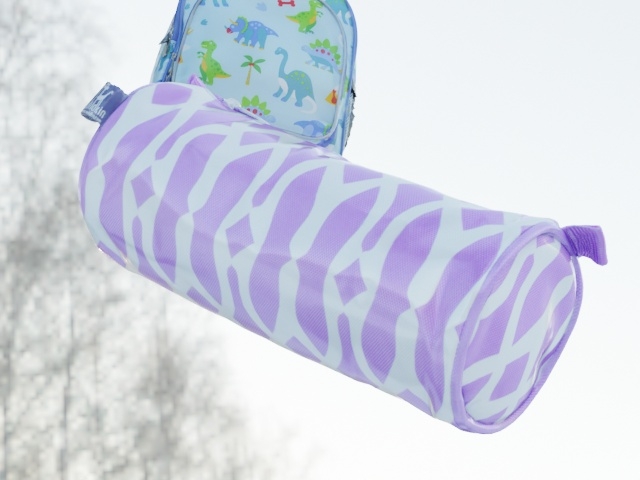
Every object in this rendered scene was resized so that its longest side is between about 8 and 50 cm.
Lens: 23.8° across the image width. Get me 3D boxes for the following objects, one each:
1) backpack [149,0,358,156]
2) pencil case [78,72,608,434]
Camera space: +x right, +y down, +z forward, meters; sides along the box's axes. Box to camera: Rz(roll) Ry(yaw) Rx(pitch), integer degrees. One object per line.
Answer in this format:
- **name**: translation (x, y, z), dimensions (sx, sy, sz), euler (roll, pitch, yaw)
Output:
- **backpack**: translation (-0.031, -0.084, 0.755), dimensions (0.105, 0.114, 0.084), euler (12, -25, -9)
- **pencil case**: translation (0.000, 0.000, 0.586), dimensions (0.206, 0.088, 0.086), euler (26, -29, 32)
